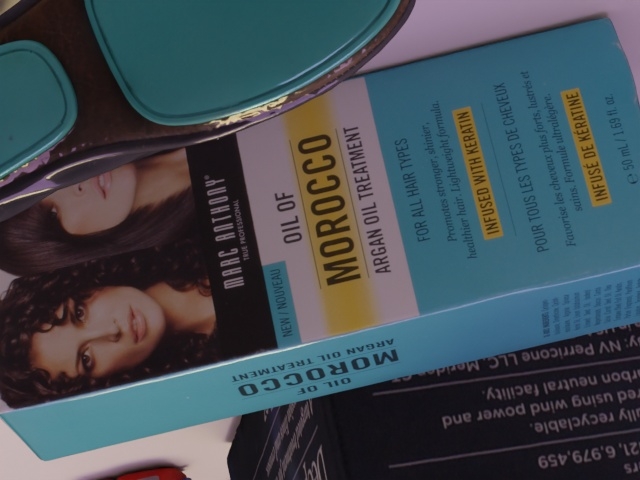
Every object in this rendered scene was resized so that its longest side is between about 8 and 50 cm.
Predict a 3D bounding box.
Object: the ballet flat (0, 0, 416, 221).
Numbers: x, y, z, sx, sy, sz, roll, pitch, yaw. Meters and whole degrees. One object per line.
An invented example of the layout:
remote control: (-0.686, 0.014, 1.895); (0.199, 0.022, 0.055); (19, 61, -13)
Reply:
ballet flat: (-0.064, -0.053, 0.549); (0.203, 0.074, 0.074); (-23, 155, 9)

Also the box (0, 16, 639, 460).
box: (0.000, 0.000, 0.649); (0.244, 0.100, 0.060); (-14, 156, 3)

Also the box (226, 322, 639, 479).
box: (0.103, 0.223, 0.834); (0.212, 0.395, 0.293); (-7, 156, -13)

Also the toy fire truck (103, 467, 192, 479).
toy fire truck: (-0.052, 0.174, 1.089); (0.135, 0.047, 0.192); (-18, 155, 12)
